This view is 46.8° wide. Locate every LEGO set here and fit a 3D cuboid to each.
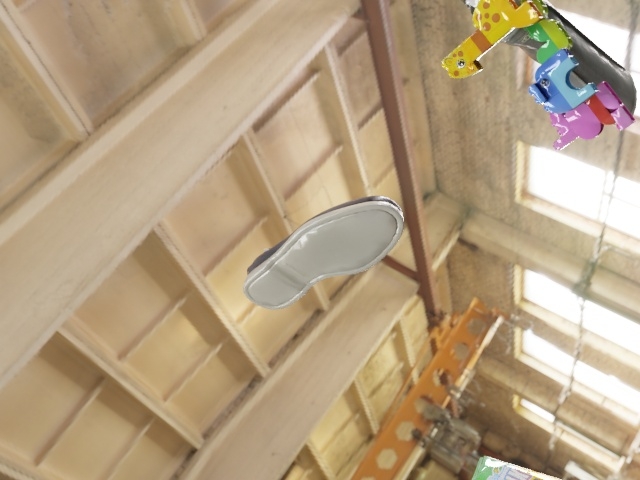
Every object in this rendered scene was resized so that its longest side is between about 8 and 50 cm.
[{"bbox_3d":[0.174,-0.168,0.678,0.093,0.227,0.087,-38,-7,32],"label":"LEGO set"}]

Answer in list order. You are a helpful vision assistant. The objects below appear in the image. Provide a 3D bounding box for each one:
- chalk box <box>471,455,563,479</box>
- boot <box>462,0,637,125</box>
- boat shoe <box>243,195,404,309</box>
[{"bbox_3d":[0.265,0.435,1.010,0.179,0.288,0.180,-41,-42,-59],"label":"chalk box"},{"bbox_3d":[0.253,-0.236,0.818,0.208,0.190,0.076,18,-39,-27],"label":"boot"},{"bbox_3d":[0.000,0.000,0.721,0.075,0.206,0.065,38,-137,-22],"label":"boat shoe"}]
